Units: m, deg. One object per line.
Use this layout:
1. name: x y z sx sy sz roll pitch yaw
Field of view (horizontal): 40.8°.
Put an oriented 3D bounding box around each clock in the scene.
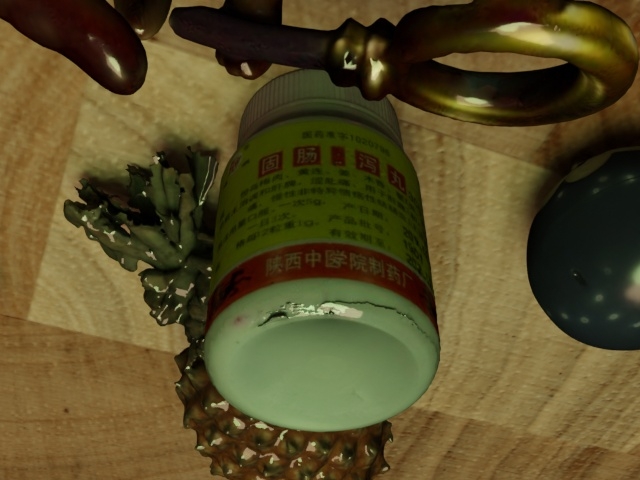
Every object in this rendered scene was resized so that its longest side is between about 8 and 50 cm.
1. clock: 0.275 0.013 0.650 0.244 0.146 0.199 11 139 -22

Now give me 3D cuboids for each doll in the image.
1. doll: -0.004 -0.177 0.385 0.340 0.209 0.318 -7 151 2

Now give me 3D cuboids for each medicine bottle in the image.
1. medicine bottle: 0.000 0.000 0.565 0.139 0.225 0.139 0 135 0

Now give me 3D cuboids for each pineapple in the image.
1. pineapple: -0.074 0.086 0.713 0.175 0.175 0.361 -25 122 22
